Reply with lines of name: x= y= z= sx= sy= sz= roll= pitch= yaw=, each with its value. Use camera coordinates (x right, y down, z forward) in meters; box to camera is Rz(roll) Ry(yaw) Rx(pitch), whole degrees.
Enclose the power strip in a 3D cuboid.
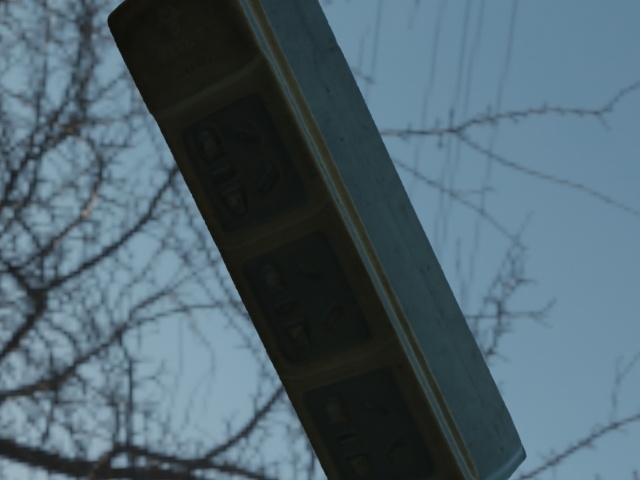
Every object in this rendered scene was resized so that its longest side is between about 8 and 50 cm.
power strip: x=0.000 y=0.000 z=0.603 sx=0.078 sy=0.052 sz=0.272 roll=-22 pitch=-85 yaw=39
